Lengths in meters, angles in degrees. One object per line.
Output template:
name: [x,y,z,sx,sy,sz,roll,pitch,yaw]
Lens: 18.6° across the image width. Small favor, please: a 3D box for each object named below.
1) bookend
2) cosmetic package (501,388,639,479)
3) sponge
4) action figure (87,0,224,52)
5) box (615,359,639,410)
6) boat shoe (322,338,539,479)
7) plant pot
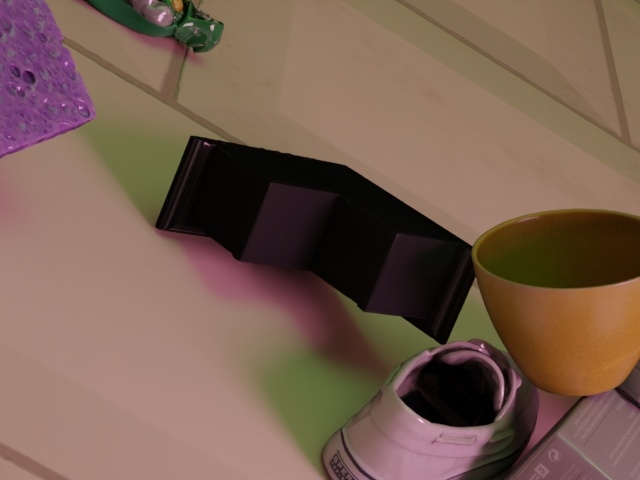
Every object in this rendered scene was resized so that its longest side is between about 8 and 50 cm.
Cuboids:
bookend: [0.000,0.000,1.341,0.156,0.072,0.157,8,19,-46]
cosmetic package: [0.232,0.215,1.293,0.238,0.107,0.127,44,25,9]
sponge: [-0.240,-0.092,1.168,0.210,0.031,0.117,-27,92,-43]
action figure: [-0.176,-0.230,1.581,0.232,0.063,0.137,38,22,-6]
box: [0.237,0.108,1.437,0.145,0.038,0.186,41,-2,46]
boat shoe: [0.097,0.111,1.313,0.095,0.084,0.258,42,26,11]
plant pot: [0.171,0.047,1.312,0.134,0.095,0.134,-4,23,2]
